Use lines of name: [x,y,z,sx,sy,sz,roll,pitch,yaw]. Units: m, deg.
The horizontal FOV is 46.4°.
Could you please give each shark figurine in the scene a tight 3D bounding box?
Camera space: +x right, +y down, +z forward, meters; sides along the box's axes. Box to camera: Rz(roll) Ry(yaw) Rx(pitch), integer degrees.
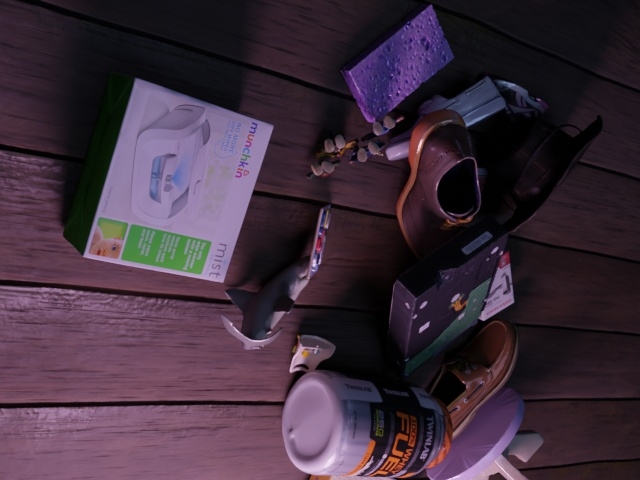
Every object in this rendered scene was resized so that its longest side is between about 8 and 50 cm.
shark figurine: [-0.119,0.122,1.274,0.116,0.278,0.166,37,119,0]

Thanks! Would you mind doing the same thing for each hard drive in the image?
hard drive: [0.237,0.119,1.458,0.237,0.064,0.338,-33,150,-19]

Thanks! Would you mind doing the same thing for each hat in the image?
hat: [0.415,-0.160,1.489,0.134,0.331,0.331,37,83,4]

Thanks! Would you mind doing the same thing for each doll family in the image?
doll family: [0.060,-0.164,1.297,0.193,0.111,0.076,-16,89,5]

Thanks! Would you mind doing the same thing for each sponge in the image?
sponge: [0.141,-0.319,1.347,0.210,0.031,0.117,-42,124,-15]

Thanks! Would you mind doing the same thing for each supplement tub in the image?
supplement tub: [0.099,0.364,1.464,0.316,0.194,0.193,14,98,-37]

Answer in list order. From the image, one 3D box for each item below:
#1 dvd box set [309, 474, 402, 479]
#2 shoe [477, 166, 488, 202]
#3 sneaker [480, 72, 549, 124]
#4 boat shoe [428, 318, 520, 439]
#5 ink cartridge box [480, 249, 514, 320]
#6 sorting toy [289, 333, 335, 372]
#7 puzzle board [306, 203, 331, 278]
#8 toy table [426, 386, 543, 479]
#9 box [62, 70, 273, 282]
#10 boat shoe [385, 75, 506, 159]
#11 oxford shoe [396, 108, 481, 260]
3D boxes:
dvd box set: [0.035,0.680,1.569,0.308,0.062,0.420,33,76,-37]
shoe: [0.264,-0.108,1.484,0.178,0.063,0.081,-2,102,-38]
sneaker: [0.386,-0.274,1.506,0.178,0.072,0.077,21,105,-31]
boat shoe: [0.328,0.299,1.644,0.104,0.111,0.307,34,87,-38]
ink cartridge box: [0.365,0.092,1.628,0.099,0.056,0.135,-27,119,-24]
sorting toy: [-0.026,0.222,1.426,0.083,0.045,0.075,11,107,-36]
puzzle board: [0.000,0.000,1.336,0.011,0.096,0.128,13,99,8]
toy table: [0.384,0.485,1.683,0.274,0.252,0.161,-39,109,-3]
box: [-0.230,-0.091,1.126,0.231,0.127,0.261,15,97,-35]
boat shoe: [0.225,-0.232,1.410,0.258,0.095,0.084,-27,88,-17]
oxford shoe: [0.222,-0.061,1.380,0.130,0.132,0.363,-16,139,-7]
